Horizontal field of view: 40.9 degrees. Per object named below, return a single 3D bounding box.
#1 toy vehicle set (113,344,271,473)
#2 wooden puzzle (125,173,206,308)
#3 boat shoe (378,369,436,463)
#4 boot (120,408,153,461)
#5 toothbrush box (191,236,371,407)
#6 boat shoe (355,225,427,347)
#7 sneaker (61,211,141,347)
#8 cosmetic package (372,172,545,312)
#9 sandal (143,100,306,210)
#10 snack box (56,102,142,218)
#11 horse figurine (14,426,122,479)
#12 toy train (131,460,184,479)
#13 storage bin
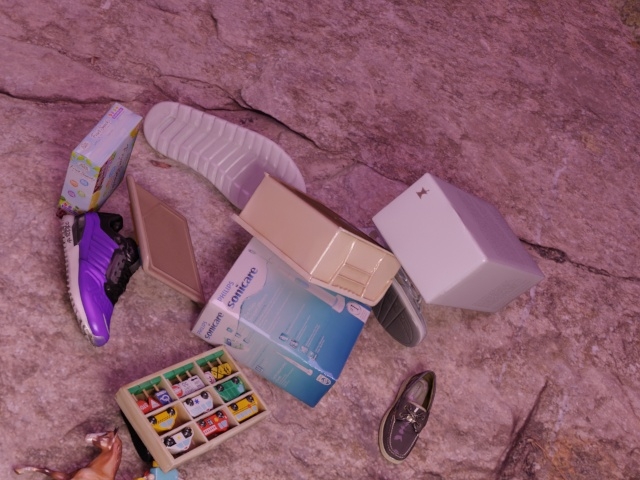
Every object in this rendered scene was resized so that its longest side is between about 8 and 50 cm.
[{"bbox_3d":[-0.228,0.301,1.571,0.166,0.035,0.267,51,34,15],"label":"toy vehicle set"},{"bbox_3d":[-0.314,0.008,1.710,0.238,0.044,0.220,49,20,-57],"label":"wooden puzzle"},{"bbox_3d":[0.184,0.354,1.767,0.080,0.073,0.223,32,46,-1],"label":"boat shoe"},{"bbox_3d":[-0.297,0.331,1.553,0.099,0.045,0.121,-11,62,-41],"label":"boot"},{"bbox_3d":[-0.076,0.162,1.744,0.296,0.126,0.216,32,45,-3],"label":"toothbrush box"},{"bbox_3d":[0.161,0.094,1.937,0.103,0.118,0.320,-12,54,-29],"label":"boat shoe"},{"bbox_3d":[-0.406,0.058,1.641,0.146,0.102,0.293,-11,59,-11],"label":"sneaker"},{"bbox_3d":[0.321,0.021,1.910,0.453,0.161,0.230,15,40,-60],"label":"cosmetic package"},{"bbox_3d":[-0.207,-0.193,1.970,0.416,0.169,0.102,34,6,0],"label":"sandal"},{"bbox_3d":[-0.449,-0.150,1.739,0.070,0.207,0.174,30,46,-4],"label":"snack box"},{"bbox_3d":[-0.392,0.444,1.393,0.175,0.066,0.263,-3,56,-29],"label":"horse figurine"},{"bbox_3d":[-0.290,0.450,1.458,0.166,0.046,0.125,-44,115,-52],"label":"toy train"},{"bbox_3d":[0.000,0.000,1.795,0.262,0.123,0.260,37,7,38],"label":"storage bin"}]
